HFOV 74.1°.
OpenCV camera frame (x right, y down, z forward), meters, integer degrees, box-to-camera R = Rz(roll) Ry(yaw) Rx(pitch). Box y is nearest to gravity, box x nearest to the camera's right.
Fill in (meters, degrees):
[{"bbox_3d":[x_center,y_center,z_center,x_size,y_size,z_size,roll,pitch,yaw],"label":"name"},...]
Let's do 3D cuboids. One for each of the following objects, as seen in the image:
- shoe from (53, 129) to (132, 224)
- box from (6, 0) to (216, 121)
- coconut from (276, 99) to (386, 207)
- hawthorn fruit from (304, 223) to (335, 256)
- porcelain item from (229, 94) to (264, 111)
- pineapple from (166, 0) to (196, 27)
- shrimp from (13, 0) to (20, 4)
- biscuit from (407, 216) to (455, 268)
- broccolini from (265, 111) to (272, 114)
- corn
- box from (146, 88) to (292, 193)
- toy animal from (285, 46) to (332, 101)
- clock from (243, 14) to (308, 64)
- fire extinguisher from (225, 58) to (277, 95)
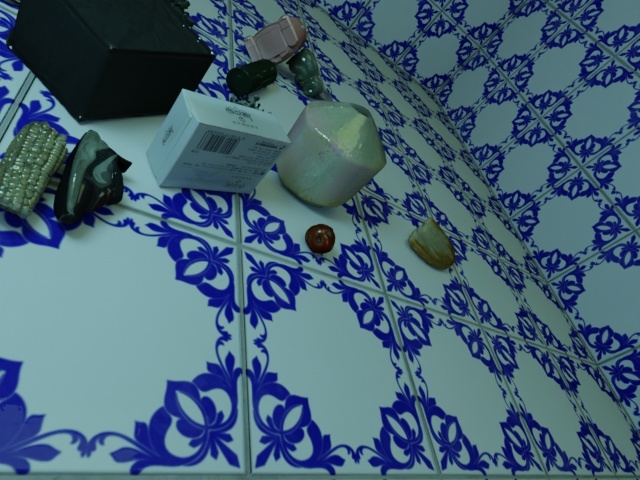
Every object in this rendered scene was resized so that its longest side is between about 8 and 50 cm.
[{"bbox_3d":[-0.426,-0.113,0.808,0.112,0.099,0.227,27,36,-39],"label":"shoe"},{"bbox_3d":[-0.474,-0.453,1.011,0.251,0.204,0.345,48,33,2],"label":"box"},{"bbox_3d":[0.042,-0.280,1.302,0.297,0.309,0.297,30,36,-24],"label":"coconut"},{"bbox_3d":[0.000,0.000,1.175,0.093,0.093,0.093,29,37,-24],"label":"hawthorn fruit"},{"bbox_3d":[-0.226,-0.451,1.402,0.136,0.075,0.021,25,40,-30],"label":"porcelain item"},{"bbox_3d":[-0.518,-0.839,1.464,0.128,0.128,0.248,-15,71,-53],"label":"pineapple"},{"bbox_3d":[-0.689,-0.565,1.033,0.251,0.052,0.143,8,51,-44],"label":"shrimp"},{"bbox_3d":[0.449,0.022,1.677,0.204,0.040,0.309,49,33,5],"label":"biscuit"},{"bbox_3d":[-0.256,-0.409,1.355,0.216,0.067,0.058,10,43,-30],"label":"broccolini"},{"bbox_3d":[-0.509,-0.119,0.736,0.087,0.087,0.210,25,45,-29],"label":"corn"},{"bbox_3d":[-0.241,-0.224,1.026,0.274,0.203,0.116,-2,56,-48],"label":"box"},{"bbox_3d":[-0.041,-0.696,1.843,0.251,0.125,0.127,58,4,-11],"label":"toy animal"},{"bbox_3d":[-0.159,-0.805,1.736,0.142,0.227,0.241,65,25,-17],"label":"clock"},{"bbox_3d":[-0.236,-0.603,1.541,0.115,0.095,0.311,17,33,11],"label":"fire extinguisher"}]
